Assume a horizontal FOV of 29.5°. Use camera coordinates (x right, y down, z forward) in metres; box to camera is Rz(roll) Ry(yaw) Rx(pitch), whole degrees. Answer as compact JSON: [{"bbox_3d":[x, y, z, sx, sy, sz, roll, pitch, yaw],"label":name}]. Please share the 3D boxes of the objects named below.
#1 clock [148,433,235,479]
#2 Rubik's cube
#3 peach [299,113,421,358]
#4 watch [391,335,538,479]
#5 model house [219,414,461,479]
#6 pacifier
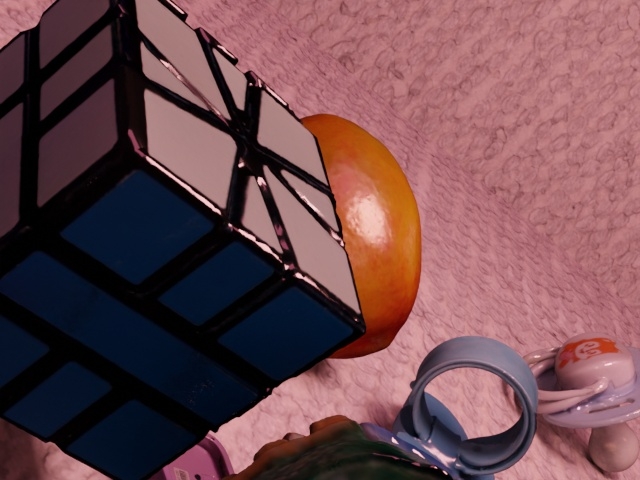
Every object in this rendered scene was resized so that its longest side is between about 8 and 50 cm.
[{"bbox_3d":[-0.130,0.248,1.172,0.110,0.050,0.152,25,25,-39],"label":"clock"},{"bbox_3d":[-0.169,-0.013,1.035,0.288,0.283,0.293,39,22,-34],"label":"Rubik's cube"},{"bbox_3d":[0.000,0.000,1.614,0.308,0.308,0.332,-3,63,-63],"label":"peach"},{"bbox_3d":[0.202,0.234,1.608,0.211,0.193,0.211,34,22,-16],"label":"watch"},{"bbox_3d":[-0.032,0.273,0.989,0.252,0.295,0.329,29,-4,-16],"label":"model house"},{"bbox_3d":[0.469,0.289,2.059,0.299,0.244,0.233,-79,149,-74],"label":"pacifier"}]
